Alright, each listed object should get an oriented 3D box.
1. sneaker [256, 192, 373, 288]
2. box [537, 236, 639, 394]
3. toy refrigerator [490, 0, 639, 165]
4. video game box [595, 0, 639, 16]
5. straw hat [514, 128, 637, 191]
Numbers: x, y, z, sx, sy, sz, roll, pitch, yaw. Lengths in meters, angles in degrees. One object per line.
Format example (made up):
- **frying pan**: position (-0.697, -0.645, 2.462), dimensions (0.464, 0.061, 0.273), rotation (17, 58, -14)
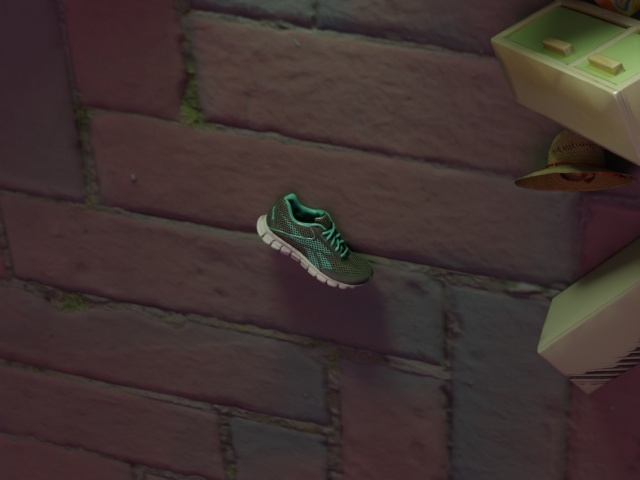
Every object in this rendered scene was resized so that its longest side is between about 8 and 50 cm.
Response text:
- **sneaker**: position (0.000, 0.000, 1.835), dimensions (0.166, 0.065, 0.076), rotation (30, 128, -3)
- **box**: position (0.388, 0.064, 1.682), dimensions (0.094, 0.113, 0.275), rotation (39, 132, -10)
- **toy refrigerator**: position (0.282, -0.171, 1.440), dimensions (0.102, 0.269, 0.094), rotation (-31, 116, -7)
- **video game box**: position (0.308, -0.348, 1.440), dimensions (0.205, 0.048, 0.187), rotation (44, 133, -12)
- **straw hat**: position (0.293, -0.096, 1.627), dimensions (0.144, 0.144, 0.061), rotation (-3, 83, 25)
